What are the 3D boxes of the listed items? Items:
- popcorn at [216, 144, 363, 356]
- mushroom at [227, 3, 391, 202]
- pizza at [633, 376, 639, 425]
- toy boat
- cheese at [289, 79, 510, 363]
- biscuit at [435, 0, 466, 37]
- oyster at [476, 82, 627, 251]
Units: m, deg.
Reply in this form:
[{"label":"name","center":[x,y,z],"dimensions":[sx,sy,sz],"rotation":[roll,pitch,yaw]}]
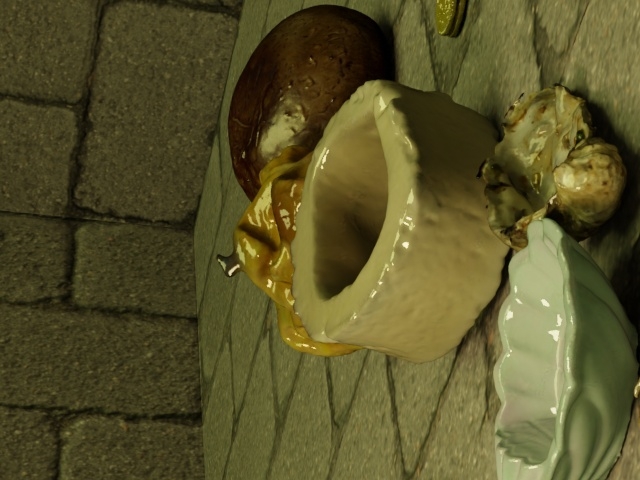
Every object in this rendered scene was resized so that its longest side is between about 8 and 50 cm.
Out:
[{"label":"popcorn","center":[0.000,0.000,2.476],"dimensions":[0.316,0.281,0.297],"rotation":[91,161,-61]},{"label":"mushroom","center":[-0.017,-0.196,2.760],"dimensions":[0.345,0.239,0.345],"rotation":[12,105,54]},{"label":"pizza","center":[0.302,0.111,1.373],"dimensions":[0.297,0.071,0.189],"rotation":[109,150,-60]},{"label":"toy boat","center":[0.222,0.127,1.680],"dimensions":[0.199,0.100,0.290],"rotation":[-134,51,-76]},{"label":"cheese","center":[0.093,-0.031,2.157],"dimensions":[0.292,0.153,0.332],"rotation":[-54,32,41]},{"label":"biscuit","center":[0.166,-0.302,2.359],"dimensions":[0.084,0.023,0.084],"rotation":[-174,90,-79]},{"label":"oyster","center":[0.235,-0.078,1.805],"dimensions":[0.166,0.094,0.294],"rotation":[-56,15,29]}]
